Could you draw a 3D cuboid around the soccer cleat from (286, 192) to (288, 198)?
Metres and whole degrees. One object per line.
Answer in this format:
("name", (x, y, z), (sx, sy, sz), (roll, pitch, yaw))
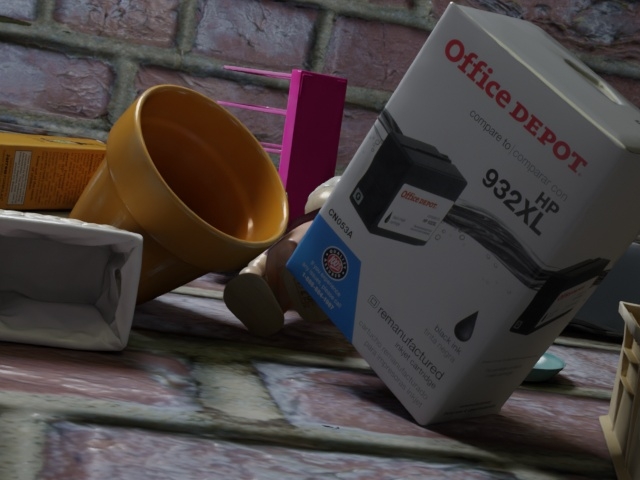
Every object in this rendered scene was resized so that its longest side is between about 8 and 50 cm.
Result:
("soccer cleat", (-0.140, -0.067, 1.549), (0.196, 0.076, 0.068), (22, 2, -13))

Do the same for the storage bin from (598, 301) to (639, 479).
("storage bin", (0.388, 0.156, 0.953), (0.262, 0.123, 0.260), (12, 8, 8))

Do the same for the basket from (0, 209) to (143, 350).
("basket", (-0.259, 0.032, 1.040), (0.167, 0.113, 0.103), (8, 6, -16))

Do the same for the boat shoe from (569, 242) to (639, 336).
("boat shoe", (0.332, 0.063, 1.578), (0.367, 0.135, 0.156), (-1, 7, -10))

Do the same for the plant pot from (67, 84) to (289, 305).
("plant pot", (-0.171, -0.029, 1.192), (0.205, 0.188, 0.205), (35, 33, -27))

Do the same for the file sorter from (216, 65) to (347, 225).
("file sorter", (-0.089, -0.171, 2.057), (0.182, 0.290, 0.202), (11, 8, 24))

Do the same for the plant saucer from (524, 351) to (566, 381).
("plant saucer", (0.212, 0.135, 1.241), (0.119, 0.021, 0.119), (10, 9, -1))

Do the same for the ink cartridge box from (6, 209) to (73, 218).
("ink cartridge box", (-0.358, -0.012, 1.304), (0.203, 0.085, 0.148), (15, 10, 30))

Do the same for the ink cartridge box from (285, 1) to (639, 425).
("ink cartridge box", (0.139, -0.022, 1.003), (0.129, 0.307, 0.223), (1, 39, -48))

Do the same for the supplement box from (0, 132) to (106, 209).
("supplement box", (-0.318, -0.076, 1.238), (0.078, 0.080, 0.233), (19, 15, 35))

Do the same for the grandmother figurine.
("grandmother figurine", (0.000, 0.000, 1.324), (0.208, 0.104, 0.342), (-9, 17, 13))
